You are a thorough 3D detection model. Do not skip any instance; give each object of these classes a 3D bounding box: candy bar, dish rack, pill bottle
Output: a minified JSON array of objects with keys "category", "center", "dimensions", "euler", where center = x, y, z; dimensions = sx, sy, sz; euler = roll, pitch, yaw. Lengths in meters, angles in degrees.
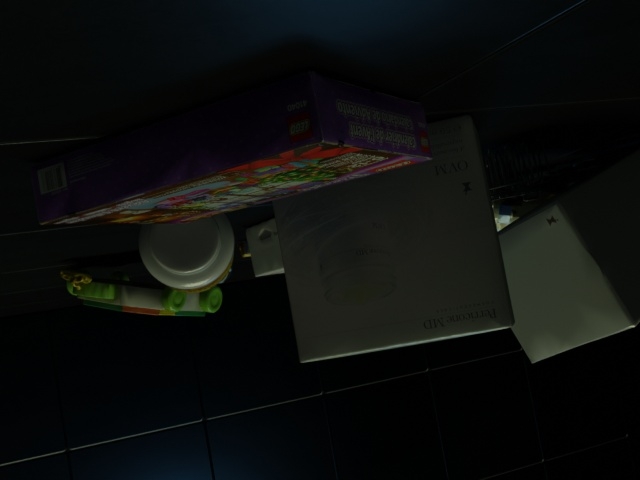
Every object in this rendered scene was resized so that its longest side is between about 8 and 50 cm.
[{"category":"candy bar","center":[-0.092,0.009,1.800],"dimensions":[0.162,0.040,0.018],"euler":[-8,147,-14]},{"category":"dish rack","center":[0.225,-0.084,1.168],"dimensions":[0.272,0.074,0.208],"euler":[-11,177,-7]},{"category":"pill bottle","center":[-0.169,0.007,1.115],"dimensions":[0.117,0.117,0.215],"euler":[-9,175,-6]}]

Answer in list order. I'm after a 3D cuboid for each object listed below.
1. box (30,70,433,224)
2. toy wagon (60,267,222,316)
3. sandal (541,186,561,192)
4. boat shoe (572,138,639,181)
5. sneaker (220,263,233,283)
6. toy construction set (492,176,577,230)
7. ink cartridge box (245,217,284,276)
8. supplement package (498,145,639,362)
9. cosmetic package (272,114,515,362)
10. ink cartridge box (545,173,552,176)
[{"category":"box","center":[-0.075,-0.068,0.763],"dimensions":[0.293,0.057,0.201],"euler":[-13,175,30]},{"category":"toy wagon","center":[-0.373,0.103,1.706],"dimensions":[0.267,0.068,0.344],"euler":[6,178,29]},{"category":"sandal","center":[0.617,-0.075,1.853],"dimensions":[0.446,0.106,0.168],"euler":[-9,177,-24]},{"category":"boat shoe","center":[0.516,-0.112,1.299],"dimensions":[0.259,0.088,0.109],"euler":[-12,175,17]},{"category":"sneaker","center":[-0.254,0.050,1.710],"dimensions":[0.098,0.083,0.224],"euler":[-1,172,-32]},{"category":"toy construction set","center":[0.374,-0.017,1.415],"dimensions":[0.328,0.215,0.151],"euler":[15,130,-2]},{"category":"ink cartridge box","center":[0.000,0.000,1.544],"dimensions":[0.220,0.092,0.160],"euler":[-8,175,-29]},{"category":"supplement package","center":[0.374,0.008,1.165],"dimensions":[0.293,0.177,0.175],"euler":[-27,174,-40]},{"category":"cosmetic package","center":[0.079,0.004,0.947],"dimensions":[0.224,0.224,0.138],"euler":[-12,175,13]},{"category":"ink cartridge box","center":[0.625,-0.124,1.542],"dimensions":[0.330,0.071,0.324],"euler":[-16,173,41]}]
